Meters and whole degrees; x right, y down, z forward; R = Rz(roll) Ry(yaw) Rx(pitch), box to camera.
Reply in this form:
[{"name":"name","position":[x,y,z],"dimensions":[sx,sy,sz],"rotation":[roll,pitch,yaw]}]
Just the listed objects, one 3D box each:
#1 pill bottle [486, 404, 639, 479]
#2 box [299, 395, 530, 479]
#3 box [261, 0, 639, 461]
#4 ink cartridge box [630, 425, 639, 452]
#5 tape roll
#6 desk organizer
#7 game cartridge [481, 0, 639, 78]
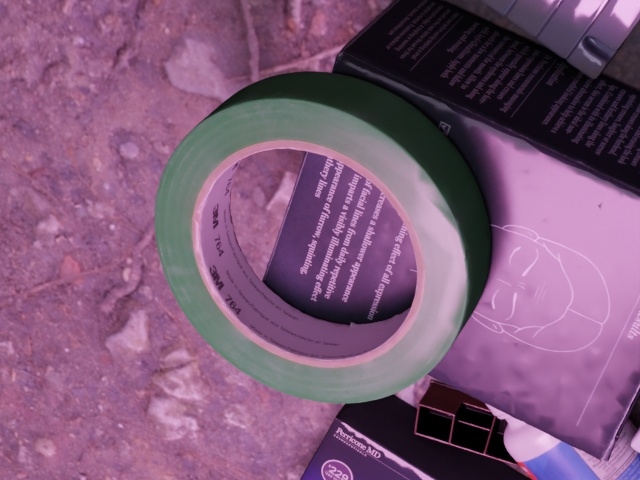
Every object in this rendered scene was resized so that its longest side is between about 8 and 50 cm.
[{"name":"pill bottle","position":[0.277,0.221,1.876],"dimensions":[0.221,0.124,0.124],"rotation":[48,124,-5]},{"name":"box","position":[0.108,0.311,2.013],"dimensions":[0.261,0.103,0.184],"rotation":[31,121,6]},{"name":"box","position":[0.185,-0.021,1.737],"dimensions":[0.395,0.212,0.293],"rotation":[27,123,10]},{"name":"ink cartridge box","position":[0.516,0.172,1.684],"dimensions":[0.308,0.091,0.385],"rotation":[31,147,5]},{"name":"tape roll","position":[0.000,0.000,1.657],"dimensions":[0.321,0.077,0.321],"rotation":[10,119,19]},{"name":"desk organizer","position":[0.175,0.207,1.957],"dimensions":[0.130,0.050,0.047],"rotation":[16,121,16]},{"name":"game cartridge","position":[0.265,-0.352,1.623],"dimensions":[0.230,0.068,0.355],"rotation":[38,125,6]}]
